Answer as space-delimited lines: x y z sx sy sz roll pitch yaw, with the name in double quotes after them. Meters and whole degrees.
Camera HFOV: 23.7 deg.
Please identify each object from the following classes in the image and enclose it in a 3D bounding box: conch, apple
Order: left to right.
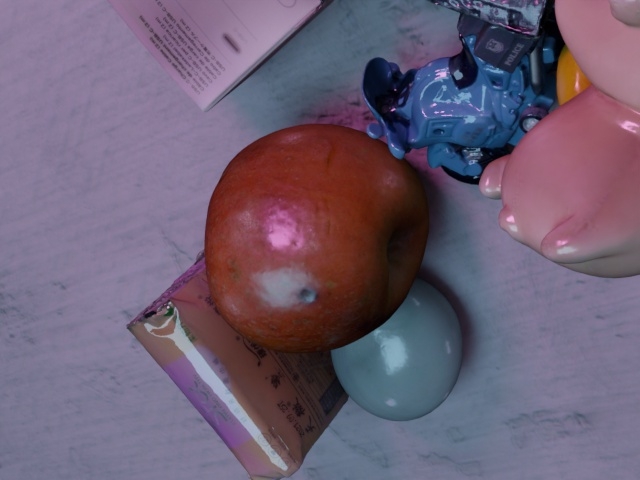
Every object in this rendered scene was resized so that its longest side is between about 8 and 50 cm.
0.000 0.000 1.625 0.253 0.253 0.253 21 132 24 "apple"
0.076 0.126 1.780 0.185 0.121 0.221 61 150 28 "conch"

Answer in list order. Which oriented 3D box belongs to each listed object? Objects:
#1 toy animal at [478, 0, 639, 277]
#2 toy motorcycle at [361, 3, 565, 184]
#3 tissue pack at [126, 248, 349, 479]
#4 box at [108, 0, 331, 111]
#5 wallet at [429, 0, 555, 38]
0.273 -0.151 1.261 0.277 0.345 0.247 52 164 46 "toy animal"
0.142 -0.162 1.496 0.182 0.124 0.272 22 139 -6 "toy motorcycle"
-0.082 0.135 1.828 0.257 0.215 0.123 50 127 -6 "tissue pack"
-0.102 -0.283 1.590 0.203 0.106 0.251 49 137 -5 "box"
0.085 -0.345 1.376 0.342 0.075 0.237 22 107 20 "wallet"
